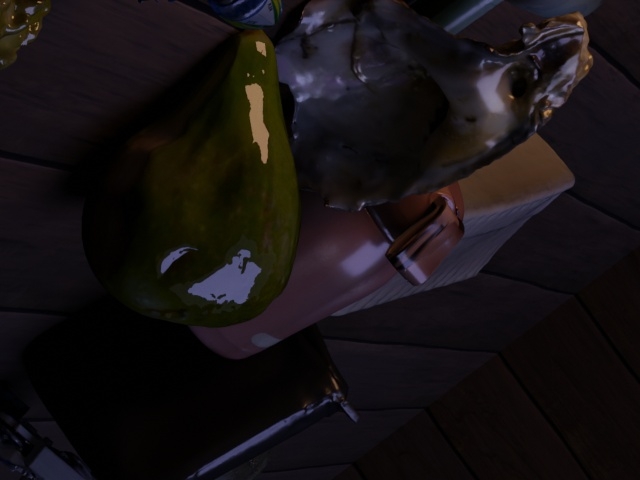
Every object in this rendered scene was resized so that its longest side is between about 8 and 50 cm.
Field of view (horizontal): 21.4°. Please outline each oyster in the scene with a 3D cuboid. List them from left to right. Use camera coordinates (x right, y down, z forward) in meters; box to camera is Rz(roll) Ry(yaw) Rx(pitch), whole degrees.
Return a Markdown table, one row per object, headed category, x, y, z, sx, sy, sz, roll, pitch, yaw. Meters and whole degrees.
| category | x | y | z | sx | sy | sz | roll | pitch | yaw |
| --- | --- | --- | --- | --- | --- | --- | --- | --- | --- |
| oyster | 0.084 | -0.139 | 1.539 | 0.100 | 0.271 | 0.275 | -73 | -174 | -49 |

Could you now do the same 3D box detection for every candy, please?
| category | x | y | z | sx | sy | sz | roll | pitch | yaw |
| --- | --- | --- | --- | --- | --- | --- | --- | --- | --- |
| candy | 0.126 | -0.042 | 2.018 | 0.359 | 0.145 | 0.208 | -13 | 154 | -51 |

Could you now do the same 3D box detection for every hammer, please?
| category | x | y | z | sx | sy | sz | roll | pitch | yaw |
| --- | --- | --- | --- | --- | --- | --- | --- | --- | --- |
| hammer | 0.124 | -0.215 | 1.612 | 0.335 | 0.119 | 0.206 | -34 | 163 | 22 |

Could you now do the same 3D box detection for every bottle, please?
| category | x | y | z | sx | sy | sz | roll | pitch | yaw |
| --- | --- | --- | --- | --- | --- | --- | --- | --- | --- |
| bottle | 0.000 | 0.000 | 1.690 | 0.297 | 0.206 | 0.173 | -26 | 130 | 18 |

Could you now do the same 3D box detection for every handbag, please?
| category | x | y | z | sx | sy | sz | roll | pitch | yaw |
| --- | --- | --- | --- | --- | --- | --- | --- | --- | --- |
| handbag | -0.134 | 0.175 | 1.873 | 0.302 | 0.275 | 0.178 | -30 | 153 | -14 |

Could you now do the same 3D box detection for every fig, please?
| category | x | y | z | sx | sy | sz | roll | pitch | yaw |
| --- | --- | --- | --- | --- | --- | --- | --- | --- | --- |
| fig | -0.092 | -0.060 | 1.525 | 0.206 | 0.206 | 0.275 | -5 | 124 | -60 |

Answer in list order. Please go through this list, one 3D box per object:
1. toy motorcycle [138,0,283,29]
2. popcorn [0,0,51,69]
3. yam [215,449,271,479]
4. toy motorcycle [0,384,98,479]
| category | x | y | z | sx | sy | sz | roll | pitch | yaw |
| --- | --- | --- | --- | --- | --- | --- | --- | --- | --- |
| toy motorcycle | -0.093 | -0.205 | 1.130 | 0.092 | 0.135 | 0.254 | -38 | 163 | 10 |
| popcorn | -0.215 | -0.164 | 1.065 | 0.116 | 0.106 | 0.120 | -17 | 158 | -22 |
| yam | -0.146 | 0.208 | 2.127 | 0.201 | 0.202 | 0.271 | -53 | 168 | -19 |
| toy motorcycle | -0.313 | 0.256 | 1.898 | 0.102 | 0.221 | 0.150 | -51 | -169 | -16 |
